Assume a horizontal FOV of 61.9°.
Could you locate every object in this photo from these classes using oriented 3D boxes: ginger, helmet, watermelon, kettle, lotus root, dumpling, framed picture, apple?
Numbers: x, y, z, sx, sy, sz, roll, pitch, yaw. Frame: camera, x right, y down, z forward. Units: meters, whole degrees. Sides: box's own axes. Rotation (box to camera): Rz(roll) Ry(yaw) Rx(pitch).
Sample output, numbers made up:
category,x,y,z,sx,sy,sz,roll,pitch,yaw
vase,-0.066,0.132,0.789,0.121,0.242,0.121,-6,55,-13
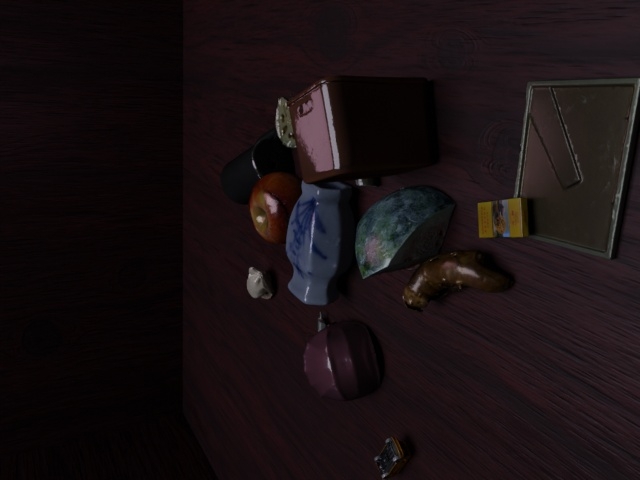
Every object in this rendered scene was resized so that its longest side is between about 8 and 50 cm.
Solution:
category,x,y,z,sx,sy,sz,roll,pitch,yaw
ginger,0.325,0.093,1.346,0.309,0.107,0.133,-32,55,53
helmet,0.043,0.416,1.795,0.338,0.197,0.270,-24,77,57
watermelon,0.249,-0.027,1.459,0.290,0.213,0.319,-30,24,25
kettle,-0.241,-0.301,2.194,0.203,0.262,0.308,51,148,-12
lotus root,-0.091,-0.446,1.984,0.183,0.078,0.203,50,141,27
dumpling,-0.262,0.196,2.358,0.136,0.118,0.199,34,153,36
framed picture,0.503,-0.151,1.078,0.247,0.022,0.334,24,116,57
apple,-0.142,-0.123,1.969,0.252,0.206,0.271,24,132,42

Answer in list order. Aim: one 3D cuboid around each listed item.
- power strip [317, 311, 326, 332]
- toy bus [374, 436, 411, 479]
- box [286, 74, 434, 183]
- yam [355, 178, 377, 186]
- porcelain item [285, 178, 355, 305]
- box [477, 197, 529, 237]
category,x,y,z,sx,sy,sz,roll,pitch,yaw
power strip,0.003,0.385,1.995,0.060,0.027,0.252,-110,21,-76
toy bus,0.227,0.668,1.643,0.069,0.074,0.162,-115,33,-42
box,0.111,-0.285,1.413,0.239,0.340,0.229,-5,93,59
yam,0.136,-0.247,1.637,0.068,0.068,0.169,0,96,59
porcelain item,0.000,0.000,1.806,0.242,0.179,0.405,35,122,53
box,0.414,-0.049,1.216,0.155,0.023,0.086,178,92,-71
